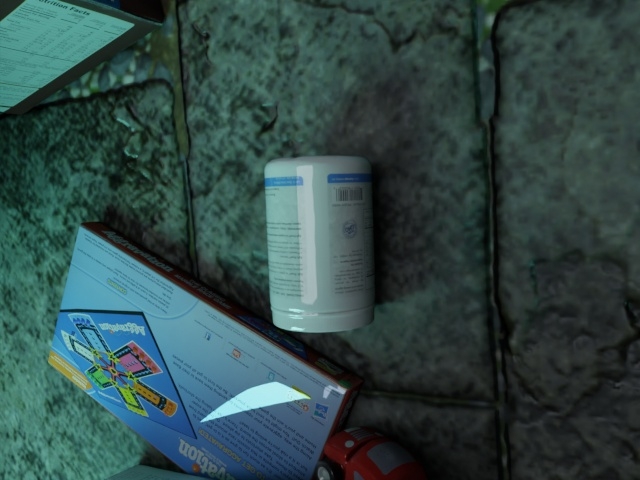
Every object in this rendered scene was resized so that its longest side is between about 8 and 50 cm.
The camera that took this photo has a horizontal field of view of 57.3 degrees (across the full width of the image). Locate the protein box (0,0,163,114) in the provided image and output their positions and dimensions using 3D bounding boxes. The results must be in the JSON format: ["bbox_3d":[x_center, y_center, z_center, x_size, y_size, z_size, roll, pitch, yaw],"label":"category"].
[{"bbox_3d":[-0.265,-0.235,0.465,0.201,0.136,0.200,-17,87,29],"label":"protein box"}]

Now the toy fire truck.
[{"bbox_3d":[0.052,0.230,0.365,0.135,0.047,0.192,13,101,47],"label":"toy fire truck"}]

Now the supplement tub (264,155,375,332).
[{"bbox_3d":[0.000,0.000,0.381,0.071,0.071,0.107,2,96,29],"label":"supplement tub"}]

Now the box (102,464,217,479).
[{"bbox_3d":[-0.090,0.283,0.351,0.345,0.168,0.215,-17,87,48],"label":"box"}]

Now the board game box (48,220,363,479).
[{"bbox_3d":[-0.112,0.106,0.479,0.281,0.027,0.145,27,106,24],"label":"board game box"}]
